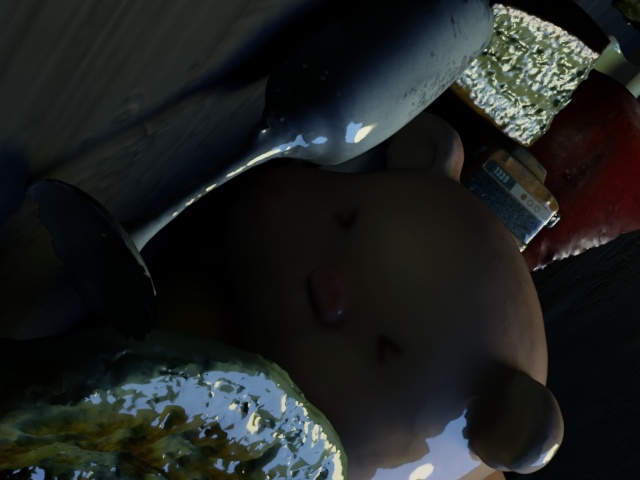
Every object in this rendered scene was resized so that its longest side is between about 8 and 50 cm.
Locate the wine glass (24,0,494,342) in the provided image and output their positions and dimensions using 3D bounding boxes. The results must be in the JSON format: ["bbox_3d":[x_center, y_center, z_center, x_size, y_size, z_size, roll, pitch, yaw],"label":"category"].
[{"bbox_3d":[-0.005,-0.057,0.451,0.262,0.074,0.074,-39,174,-37],"label":"wine glass"}]

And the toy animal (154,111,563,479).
[{"bbox_3d":[0.020,0.101,0.619,0.277,0.345,0.247,-1,163,-29],"label":"toy animal"}]

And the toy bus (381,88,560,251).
[{"bbox_3d":[0.123,-0.051,0.840,0.103,0.091,0.182,-45,-159,14],"label":"toy bus"}]

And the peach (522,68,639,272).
[{"bbox_3d":[0.212,-0.076,1.053,0.257,0.201,0.361,-14,-176,33],"label":"peach"}]

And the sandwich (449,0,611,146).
[{"bbox_3d":[0.163,-0.142,0.787,0.094,0.096,0.258,-51,173,25],"label":"sandwich"}]

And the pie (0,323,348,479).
[{"bbox_3d":[-0.100,0.115,0.479,0.240,0.240,0.054,-47,-147,39],"label":"pie"}]

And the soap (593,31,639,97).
[{"bbox_3d":[0.338,-0.156,1.607,0.347,0.115,0.208,-40,173,-11],"label":"soap"}]

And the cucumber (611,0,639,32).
[{"bbox_3d":[0.537,-0.360,1.391,0.325,0.145,0.105,-35,165,-16],"label":"cucumber"}]
